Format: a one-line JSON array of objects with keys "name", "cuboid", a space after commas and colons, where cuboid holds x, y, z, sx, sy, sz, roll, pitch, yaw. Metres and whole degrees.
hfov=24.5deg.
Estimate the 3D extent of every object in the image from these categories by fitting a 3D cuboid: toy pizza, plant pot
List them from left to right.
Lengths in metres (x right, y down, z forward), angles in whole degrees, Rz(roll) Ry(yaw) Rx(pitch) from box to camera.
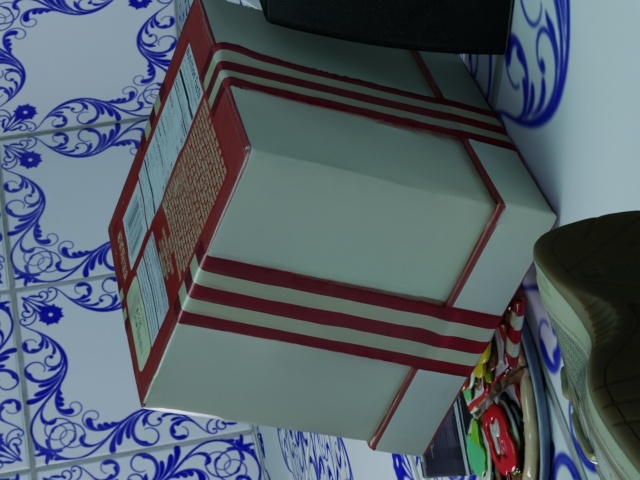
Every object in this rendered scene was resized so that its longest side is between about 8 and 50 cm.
[{"name": "plant pot", "cuboid": [0.029, -0.245, 1.015, 0.188, 0.167, 0.187, -106, 12, -45]}, {"name": "toy pizza", "cuboid": [0.132, 0.119, 1.151, 0.201, 0.032, 0.201, 171, 90, -81]}]

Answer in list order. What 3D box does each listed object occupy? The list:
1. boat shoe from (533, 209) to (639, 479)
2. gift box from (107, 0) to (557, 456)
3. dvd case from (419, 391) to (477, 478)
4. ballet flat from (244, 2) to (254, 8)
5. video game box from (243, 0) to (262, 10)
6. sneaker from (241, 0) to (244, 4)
[{"name": "boat shoe", "cuboid": [0.167, 0.078, 0.677, 0.302, 0.109, 0.098, -107, 5, -70]}, {"name": "gift box", "cuboid": [0.000, 0.000, 1.086, 0.255, 0.258, 0.276, -106, 34, -48]}, {"name": "dvd case", "cuboid": [0.109, 0.136, 1.363, 0.221, 0.018, 0.165, 124, 138, -78]}, {"name": "ballet flat", "cuboid": [0.007, -0.180, 1.334, 0.409, 0.147, 0.147, -124, 26, -68]}, {"name": "video game box", "cuboid": [-0.018, -0.300, 1.320, 0.187, 0.048, 0.205, -58, 20, 11]}, {"name": "sneaker", "cuboid": [-0.033, -0.310, 1.562, 0.283, 0.107, 0.124, 91, 161, -47]}]
